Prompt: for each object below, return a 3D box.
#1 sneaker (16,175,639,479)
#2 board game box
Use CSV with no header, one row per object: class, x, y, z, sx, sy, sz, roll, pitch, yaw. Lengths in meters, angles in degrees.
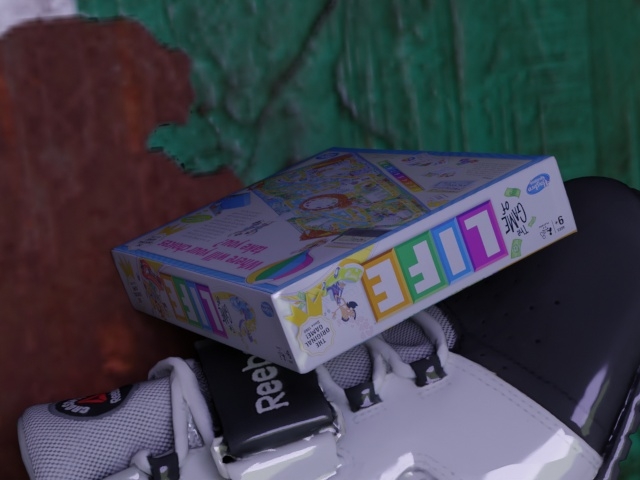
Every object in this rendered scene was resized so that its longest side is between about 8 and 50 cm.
sneaker,-0.020,0.082,0.464,0.330,0.122,0.146,-47,108,-2
board game box,0.000,0.000,0.470,0.103,0.154,0.026,-26,105,-21
